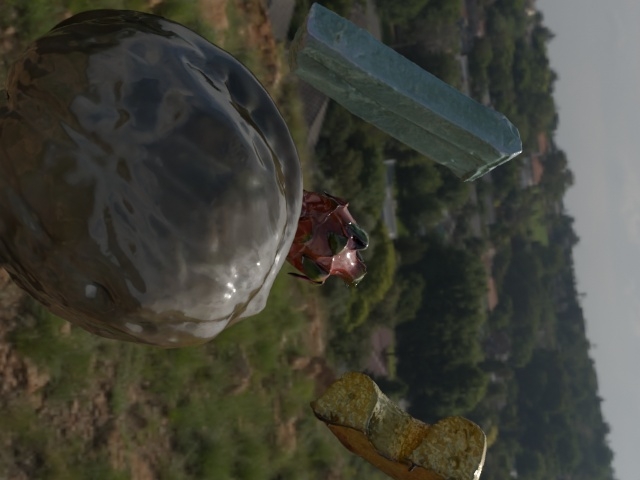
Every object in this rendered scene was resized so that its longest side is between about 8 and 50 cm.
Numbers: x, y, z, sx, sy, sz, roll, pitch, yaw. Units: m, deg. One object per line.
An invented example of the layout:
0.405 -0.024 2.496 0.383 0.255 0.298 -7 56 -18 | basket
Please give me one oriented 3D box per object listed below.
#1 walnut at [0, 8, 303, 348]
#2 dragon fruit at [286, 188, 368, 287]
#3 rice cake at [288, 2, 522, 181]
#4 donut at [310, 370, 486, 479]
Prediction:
-0.114 -0.034 0.572 0.224 0.224 0.224 -7 90 -75 | walnut
0.002 0.000 0.846 0.116 0.086 0.081 31 14 -20 | dragon fruit
0.071 -0.126 0.787 0.085 0.226 0.040 -27 -143 62 | rice cake
0.119 0.286 1.236 0.101 0.259 0.152 -57 151 -24 | donut
